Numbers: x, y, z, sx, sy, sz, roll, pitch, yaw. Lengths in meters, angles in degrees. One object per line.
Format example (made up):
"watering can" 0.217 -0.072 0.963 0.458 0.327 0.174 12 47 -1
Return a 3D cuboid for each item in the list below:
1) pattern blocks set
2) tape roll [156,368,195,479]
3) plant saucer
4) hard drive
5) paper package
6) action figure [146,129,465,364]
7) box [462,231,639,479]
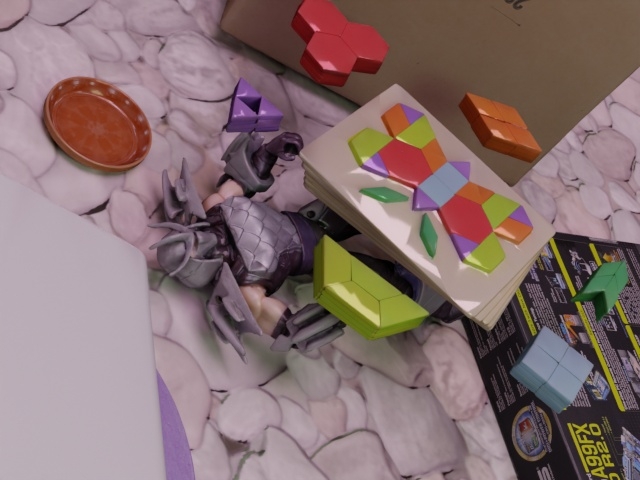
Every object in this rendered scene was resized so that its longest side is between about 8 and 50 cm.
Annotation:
"pattern blocks set" 0.081 -0.032 0.926 0.325 0.026 0.285 33 45 -3
"tape roll" -0.205 0.128 0.663 0.275 0.090 0.275 22 45 -23
"plant saucer" -0.163 -0.084 0.933 0.083 0.013 0.083 21 46 -23
"hard drive" -0.129 0.127 0.545 0.210 0.040 0.319 36 40 -59
"paper package" 0.128 -0.246 1.077 0.325 0.309 0.168 26 41 -20
"action figure" 0.000 0.000 0.933 0.285 0.099 0.185 -1 62 -36
"box" 0.234 0.118 1.048 0.216 0.060 0.270 6 53 -35
